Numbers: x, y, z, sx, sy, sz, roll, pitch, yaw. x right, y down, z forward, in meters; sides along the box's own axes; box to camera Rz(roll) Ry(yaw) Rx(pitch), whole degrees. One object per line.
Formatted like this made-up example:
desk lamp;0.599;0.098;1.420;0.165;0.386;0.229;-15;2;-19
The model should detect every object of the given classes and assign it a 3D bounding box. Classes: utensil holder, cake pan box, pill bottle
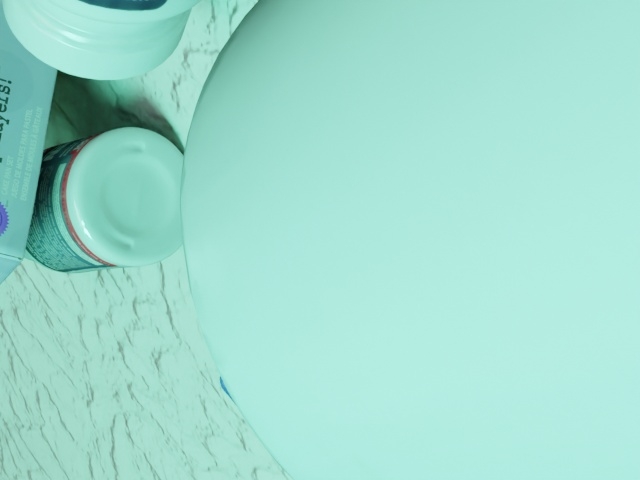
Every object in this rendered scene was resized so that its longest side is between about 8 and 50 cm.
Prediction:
utensil holder;0.158;-0.044;0.546;0.385;0.328;0.327;-24;93;59
cake pan box;-0.282;-0.066;1.231;0.246;0.070;0.266;142;138;-57
pill bottle;-0.186;-0.027;1.222;0.180;0.108;0.108;-7;108;55
pill bottle;-0.118;-0.229;0.940;0.153;0.153;0.264;50;145;18

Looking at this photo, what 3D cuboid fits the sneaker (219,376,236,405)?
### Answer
sneaker;0.000;0.000;0.968;0.112;0.131;0.296;36;138;37
